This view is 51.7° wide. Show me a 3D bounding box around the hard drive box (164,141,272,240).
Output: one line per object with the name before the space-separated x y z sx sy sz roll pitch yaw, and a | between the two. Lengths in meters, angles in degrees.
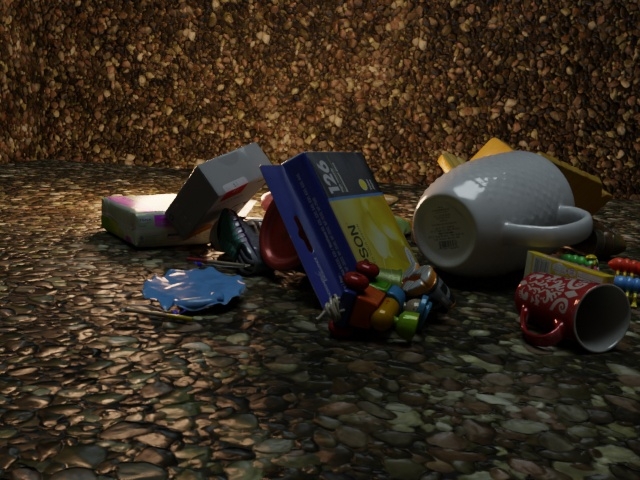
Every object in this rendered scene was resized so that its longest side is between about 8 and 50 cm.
hard drive box | -0.242 -0.115 1.570 0.181 0.089 0.232 -30 -7 -39

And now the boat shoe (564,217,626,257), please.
boat shoe | 0.748 -0.018 1.894 0.105 0.110 0.307 5 20 -12

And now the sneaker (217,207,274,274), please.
sneaker | -0.163 0.008 1.495 0.098 0.083 0.223 9 31 -32

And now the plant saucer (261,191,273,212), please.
plant saucer | 0.005 -0.070 1.777 0.333 0.084 0.332 2 -7 0

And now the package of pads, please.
package of pads | -0.427 -0.059 1.753 0.229 0.101 0.297 -5 14 -35

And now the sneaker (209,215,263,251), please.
sneaker | -0.147 -0.014 1.616 0.153 0.094 0.235 1 -2 35

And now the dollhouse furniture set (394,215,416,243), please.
dollhouse furniture set | 0.245 -0.082 1.921 0.302 0.151 0.198 8 12 22

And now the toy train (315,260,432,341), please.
toy train | 0.090 0.119 1.039 0.144 0.105 0.248 19 15 12

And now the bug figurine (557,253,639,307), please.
bug figurine | 0.632 0.073 1.457 0.216 0.072 0.279 7 12 21

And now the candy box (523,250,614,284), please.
candy box | 0.453 0.091 1.231 0.027 0.105 0.206 -2 13 -22

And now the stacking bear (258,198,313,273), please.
stacking bear | 0.024 0.001 1.454 0.289 0.175 0.164 8 -40 -42

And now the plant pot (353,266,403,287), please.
plant pot | 0.097 0.077 1.198 0.079 0.083 0.083 21 10 -7

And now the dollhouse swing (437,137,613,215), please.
dollhouse swing | 0.548 -0.194 1.848 0.347 0.315 0.304 18 45 -23

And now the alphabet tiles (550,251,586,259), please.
alphabet tiles | 0.572 0.043 1.738 0.237 0.009 0.198 10 12 37

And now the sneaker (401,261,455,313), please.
sneaker | 0.185 0.096 1.229 0.083 0.084 0.215 42 -2 -4

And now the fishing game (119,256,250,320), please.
fishing game | -0.228 0.093 1.210 0.189 0.041 0.264 5 19 11

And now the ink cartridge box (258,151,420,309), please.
ink cartridge box | 0.051 -0.037 1.324 0.072 0.303 0.307 -30 -10 32

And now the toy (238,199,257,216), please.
toy | -0.283 -0.077 2.003 0.137 0.056 0.237 8 16 4

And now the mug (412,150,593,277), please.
mug | 0.407 -0.044 1.463 0.374 0.276 0.328 11 19 44

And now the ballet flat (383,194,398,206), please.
ballet flat | 0.115 -0.099 1.943 0.232 0.073 0.080 -23 7 24

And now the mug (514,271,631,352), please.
mug | 0.400 0.111 1.113 0.150 0.113 0.169 1 8 -19
